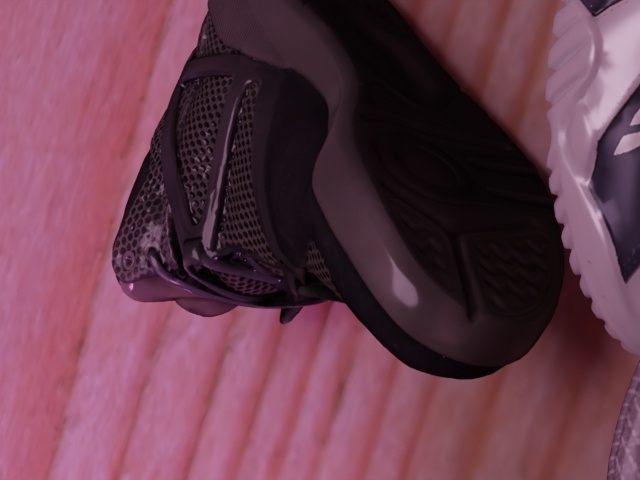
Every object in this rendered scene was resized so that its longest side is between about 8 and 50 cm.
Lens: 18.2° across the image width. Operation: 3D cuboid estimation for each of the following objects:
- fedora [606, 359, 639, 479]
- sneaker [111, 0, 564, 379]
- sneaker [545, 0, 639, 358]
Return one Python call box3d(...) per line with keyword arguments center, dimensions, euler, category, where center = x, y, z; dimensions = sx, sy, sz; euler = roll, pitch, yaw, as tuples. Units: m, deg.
box3d(center=(0.141, 0.089, 0.380), dimensions=(0.244, 0.124, 0.275), euler=(-35, 58, 55), category="fedora")
box3d(center=(0.000, 0.000, 0.673), dimensions=(0.130, 0.087, 0.227), euler=(-63, 34, 22), category="sneaker")
box3d(center=(0.146, -0.072, 0.482), dimensions=(0.153, 0.094, 0.235), euler=(18, 84, 63), category="sneaker")
